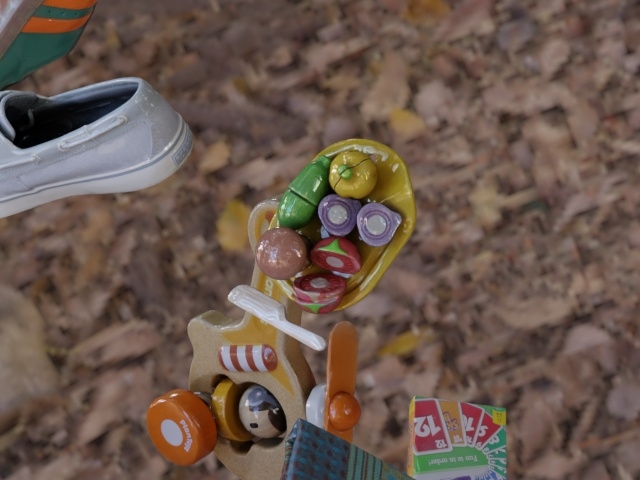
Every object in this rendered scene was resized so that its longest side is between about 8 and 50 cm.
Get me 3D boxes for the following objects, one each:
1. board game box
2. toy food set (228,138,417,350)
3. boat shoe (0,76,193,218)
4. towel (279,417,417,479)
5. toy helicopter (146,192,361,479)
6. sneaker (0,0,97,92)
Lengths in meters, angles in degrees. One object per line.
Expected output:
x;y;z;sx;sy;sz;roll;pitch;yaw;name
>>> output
0.171;0.319;2.189;0.124;0.039;0.259;9;56;-7;board game box
0.000;0.000;1.679;0.128;0.071;0.218;36;100;18;toy food set
-0.200;-0.073;1.224;0.228;0.081;0.079;-9;42;26;boat shoe
0.113;0.332;1.496;0.040;0.370;0.271;-50;17;36;towel
-0.043;0.117;1.844;0.235;0.355;0.140;29;35;29;toy helicopter
-0.228;-0.230;1.468;0.302;0.108;0.121;-43;-12;6;sneaker
